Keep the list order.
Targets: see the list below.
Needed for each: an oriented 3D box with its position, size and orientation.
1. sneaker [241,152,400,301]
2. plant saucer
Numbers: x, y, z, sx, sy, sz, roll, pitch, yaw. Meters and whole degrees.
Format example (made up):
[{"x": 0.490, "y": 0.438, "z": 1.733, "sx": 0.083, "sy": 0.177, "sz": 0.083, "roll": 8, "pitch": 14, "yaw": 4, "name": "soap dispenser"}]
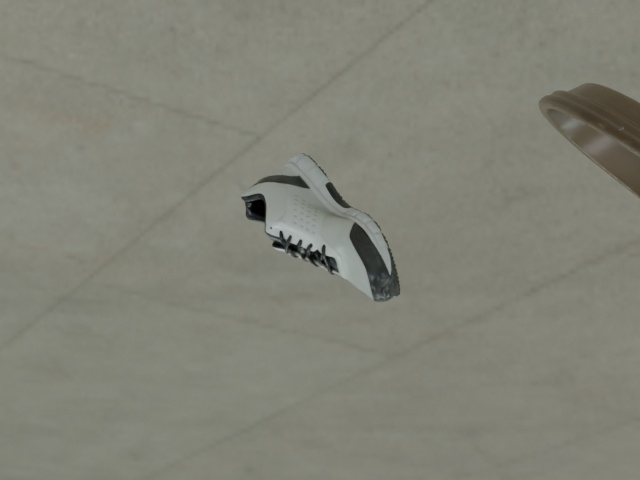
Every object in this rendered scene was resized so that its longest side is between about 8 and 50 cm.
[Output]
[{"x": 0.000, "y": 0.000, "z": 0.662, "sx": 0.044, "sy": 0.109, "sz": 0.040, "roll": -27, "pitch": 132, "yaw": -18, "name": "sneaker"}, {"x": 0.295, "y": -0.041, "z": 1.080, "sx": 0.278, "sy": 0.041, "sz": 0.278, "roll": 36, "pitch": -175, "yaw": -4, "name": "plant saucer"}]
